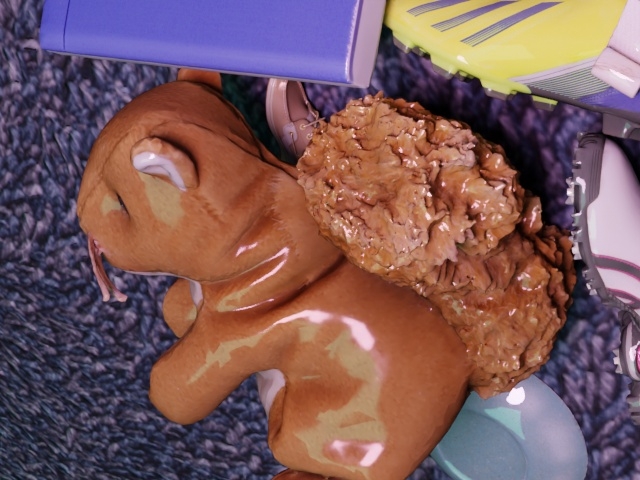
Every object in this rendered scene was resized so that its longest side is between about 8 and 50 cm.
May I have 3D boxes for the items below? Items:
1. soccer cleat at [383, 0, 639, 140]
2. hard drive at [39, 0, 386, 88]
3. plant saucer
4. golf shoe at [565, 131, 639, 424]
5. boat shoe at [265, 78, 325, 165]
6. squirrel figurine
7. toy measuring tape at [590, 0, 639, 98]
[{"bbox_3d":[0.181,-0.156,0.958,0.289,0.093,0.121,22,102,28],"label":"soccer cleat"},{"bbox_3d":[-0.087,-0.244,1.034,0.319,0.040,0.210,11,92,32],"label":"hard drive"},{"bbox_3d":[0.166,0.198,1.255,0.195,0.037,0.195,20,131,24],"label":"plant saucer"},{"bbox_3d":[0.275,0.024,1.011,0.120,0.105,0.273,-13,120,26],"label":"golf shoe"},{"bbox_3d":[-0.016,-0.101,1.163,0.045,0.050,0.135,12,138,26],"label":"boat shoe"},{"bbox_3d":[0.000,0.000,1.070,0.397,0.281,0.370,-28,108,29],"label":"squirrel figurine"},{"bbox_3d":[0.231,-0.215,0.751,0.121,0.121,0.330,32,127,14],"label":"toy measuring tape"}]
